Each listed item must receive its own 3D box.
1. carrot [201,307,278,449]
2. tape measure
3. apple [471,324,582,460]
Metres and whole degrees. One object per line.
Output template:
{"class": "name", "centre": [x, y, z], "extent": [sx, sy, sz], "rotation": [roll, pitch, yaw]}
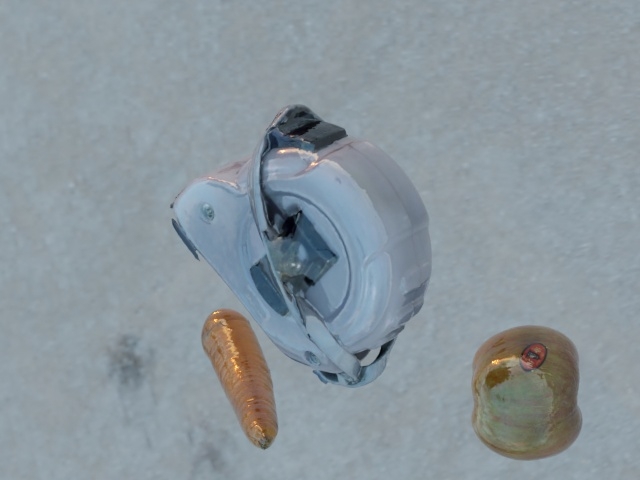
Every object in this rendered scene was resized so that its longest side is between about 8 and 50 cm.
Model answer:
{"class": "carrot", "centre": [-0.075, 0.150, 1.487], "extent": [0.271, 0.062, 0.066], "rotation": [-118, 38, -57]}
{"class": "tape measure", "centre": [0.000, 0.000, 1.220], "extent": [0.236, 0.120, 0.197], "rotation": [52, 132, 10]}
{"class": "apple", "centre": [0.189, 0.141, 1.333], "extent": [0.102, 0.126, 0.126], "rotation": [-3, 97, 10]}
